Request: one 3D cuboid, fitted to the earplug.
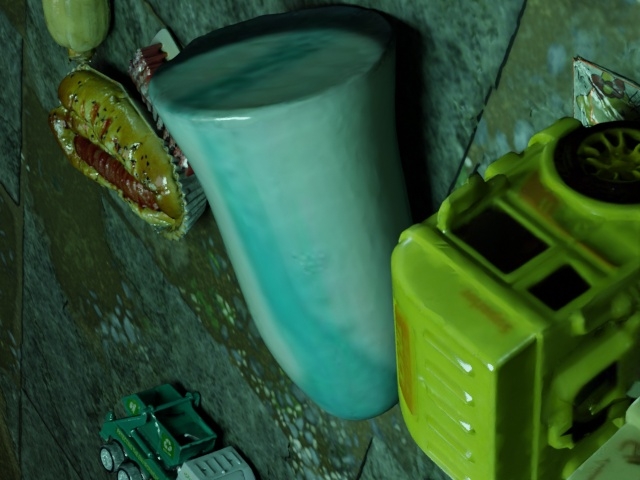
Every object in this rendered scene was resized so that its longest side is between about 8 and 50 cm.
[{"bbox_3d":[0.000,0.000,1.112,0.185,0.185,0.324,27,140,49],"label":"earplug"}]

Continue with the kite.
[{"bbox_3d":[0.217,-0.009,0.889,0.244,0.006,0.198,61,151,9],"label":"kite"}]

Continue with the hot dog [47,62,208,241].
[{"bbox_3d":[-0.199,-0.092,1.462,0.252,0.069,0.131,39,141,38],"label":"hot dog"}]

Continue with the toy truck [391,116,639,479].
[{"bbox_3d":[0.202,0.112,0.753,0.405,0.254,0.181,42,147,39],"label":"toy truck"}]

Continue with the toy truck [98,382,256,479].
[{"bbox_3d":[-0.159,0.247,1.621,0.216,0.110,0.116,43,133,36],"label":"toy truck"}]

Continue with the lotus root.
[{"bbox_3d":[-0.246,-0.240,1.435,0.073,0.062,0.150,20,133,23],"label":"lotus root"}]

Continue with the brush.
[{"bbox_3d":[-0.089,-0.052,1.333,0.321,0.050,0.060,58,147,12],"label":"brush"}]
